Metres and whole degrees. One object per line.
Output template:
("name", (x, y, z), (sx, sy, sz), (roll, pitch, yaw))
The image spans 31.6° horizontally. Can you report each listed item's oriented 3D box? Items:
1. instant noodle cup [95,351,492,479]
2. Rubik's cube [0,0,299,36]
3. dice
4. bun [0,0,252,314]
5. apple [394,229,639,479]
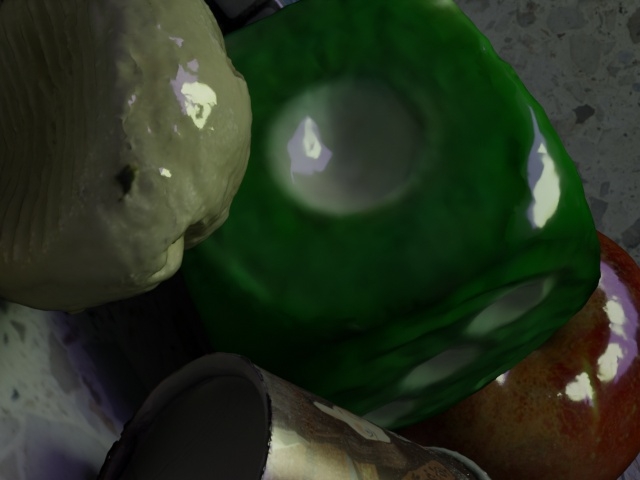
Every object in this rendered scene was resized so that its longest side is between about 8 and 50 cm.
("instant noodle cup", (-0.021, 0.192, 0.721), (0.207, 0.217, 0.217), (36, 25, -33))
("Rubik's cube", (-0.156, -0.224, 1.042), (0.237, 0.238, 0.237), (51, 17, -11))
("dice", (0.031, -0.009, 0.938), (0.287, 0.297, 0.300), (60, -6, 23))
("bun", (-0.142, -0.070, 0.746), (0.160, 0.259, 0.259), (16, 41, -45))
("apple", (0.200, 0.128, 1.215), (0.348, 0.348, 0.277), (62, -20, 19))
